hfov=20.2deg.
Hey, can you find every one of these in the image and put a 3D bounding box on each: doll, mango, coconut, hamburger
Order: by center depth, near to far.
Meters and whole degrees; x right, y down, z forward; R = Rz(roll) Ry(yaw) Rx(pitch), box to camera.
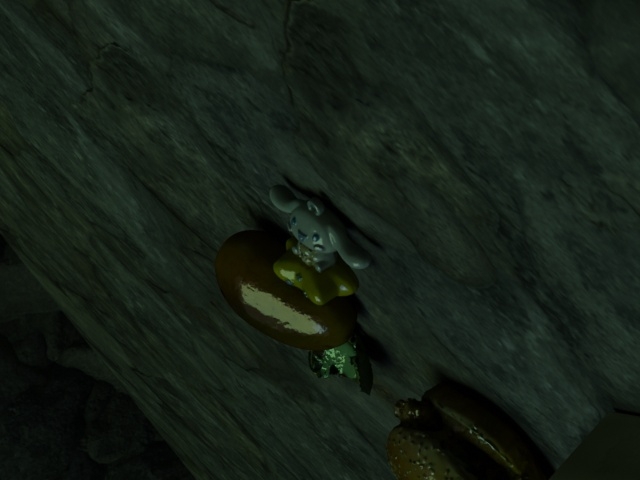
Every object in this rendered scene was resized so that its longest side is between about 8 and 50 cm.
[{"bbox_3d":[0.005,0.004,1.765,0.135,0.071,0.113,16,130,51],"label":"doll"},{"bbox_3d":[0.147,0.239,1.896,0.191,0.118,0.182,50,163,-2],"label":"hamburger"},{"bbox_3d":[-0.039,0.060,1.978,0.178,0.090,0.115,35,150,10],"label":"mango"},{"bbox_3d":[0.010,0.119,2.062,0.158,0.055,0.133,43,167,15],"label":"coconut"}]

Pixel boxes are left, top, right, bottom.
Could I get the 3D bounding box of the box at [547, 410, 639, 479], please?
[{"bbox_3d":[0.315,0.252,1.495,0.212,0.095,0.168,48,163,-13],"label":"box"}]
